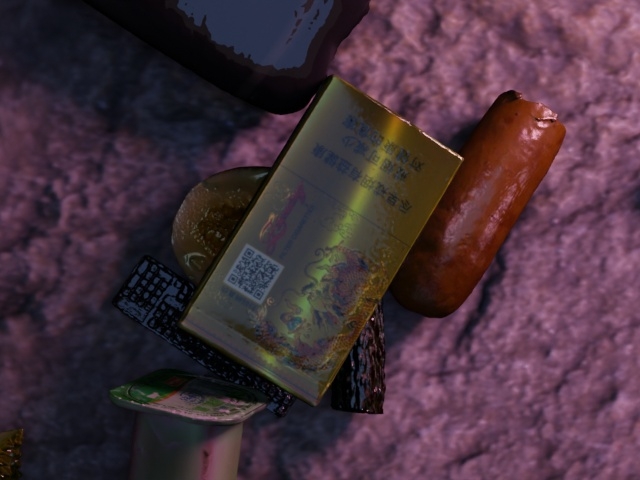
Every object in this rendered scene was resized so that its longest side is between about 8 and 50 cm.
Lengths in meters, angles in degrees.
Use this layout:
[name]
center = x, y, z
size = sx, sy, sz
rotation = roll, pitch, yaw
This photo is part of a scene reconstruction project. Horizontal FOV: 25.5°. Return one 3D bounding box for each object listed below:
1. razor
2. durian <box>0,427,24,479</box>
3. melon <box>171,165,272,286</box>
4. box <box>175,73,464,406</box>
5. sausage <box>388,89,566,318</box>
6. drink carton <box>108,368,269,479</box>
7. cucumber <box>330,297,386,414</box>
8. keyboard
[razor]
center = -0.126, -0.288, 1.529
size = 0.349, 0.113, 0.204
rotation = 28, 87, -5
[durian]
center = -0.494, 0.285, 1.484
size = 0.356, 0.157, 0.169
rotation = 2, 52, -8
[melon]
center = -0.094, -0.010, 1.546
size = 0.128, 0.079, 0.160
rotation = 18, 90, 7
[box]
center = 0.000, 0.000, 1.493
size = 0.173, 0.043, 0.311
rotation = 31, 85, -9
[sausage]
center = 0.171, -0.036, 1.563
size = 0.109, 0.109, 0.270
rotation = 33, 87, -5
[drink carton]
center = -0.140, 0.227, 1.493
size = 0.144, 0.146, 0.142
rotation = 11, 99, 21
[cucumber]
center = 0.036, 0.045, 1.560
size = 0.068, 0.067, 0.293
rotation = -3, 87, -7
[keyboard]
center = -0.117, 0.105, 1.561
size = 0.231, 0.023, 0.072
rotation = 35, 82, -5
